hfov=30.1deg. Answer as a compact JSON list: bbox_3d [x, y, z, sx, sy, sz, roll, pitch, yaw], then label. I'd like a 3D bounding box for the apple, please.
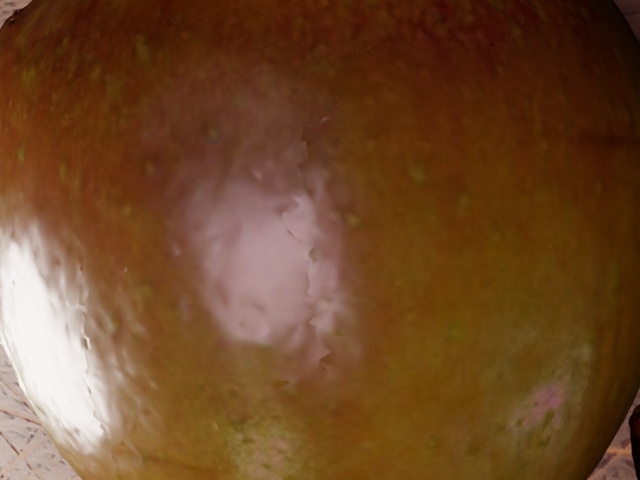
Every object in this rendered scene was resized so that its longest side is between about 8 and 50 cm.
[{"bbox_3d":[0.000,0.000,0.644,0.384,0.374,0.375,20,114,55],"label":"apple"}]

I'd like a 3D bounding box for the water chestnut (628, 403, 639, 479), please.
[{"bbox_3d":[0.263,0.199,0.584,0.289,0.289,0.244,-25,58,30],"label":"water chestnut"}]
